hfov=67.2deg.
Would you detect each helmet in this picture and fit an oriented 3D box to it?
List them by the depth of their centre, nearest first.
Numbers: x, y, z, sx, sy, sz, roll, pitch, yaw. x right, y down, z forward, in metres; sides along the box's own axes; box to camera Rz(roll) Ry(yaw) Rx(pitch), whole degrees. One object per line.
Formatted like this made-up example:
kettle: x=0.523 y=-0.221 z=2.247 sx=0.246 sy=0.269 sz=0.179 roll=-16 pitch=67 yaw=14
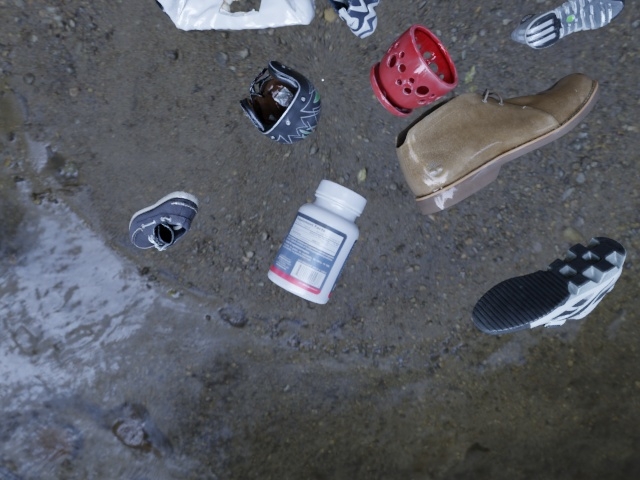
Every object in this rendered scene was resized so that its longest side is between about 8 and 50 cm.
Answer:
helmet: x=-0.076 y=-0.292 z=1.056 sx=0.161 sy=0.169 sz=0.169 roll=45 pitch=104 yaw=4

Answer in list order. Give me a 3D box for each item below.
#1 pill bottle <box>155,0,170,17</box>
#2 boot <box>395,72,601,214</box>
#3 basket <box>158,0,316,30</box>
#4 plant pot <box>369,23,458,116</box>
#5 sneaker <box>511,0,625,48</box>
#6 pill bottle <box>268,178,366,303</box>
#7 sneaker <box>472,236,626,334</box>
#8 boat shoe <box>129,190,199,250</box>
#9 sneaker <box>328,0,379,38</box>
pill bottle: x=-0.364 y=-0.732 z=1.361 sx=0.219 sy=0.123 sz=0.123 roll=-39 pitch=104 yaw=21
boot: x=0.233 y=-0.159 z=0.625 sx=0.305 sy=0.112 sz=0.115 roll=-32 pitch=97 yaw=-13
basket: x=-0.179 y=-0.609 z=0.886 sx=0.328 sy=0.331 sz=0.266 roll=7 pitch=71 yaw=21
plant pot: x=0.236 y=-0.438 z=1.271 sx=0.174 sy=0.191 sz=0.191 roll=-28 pitch=109 yaw=40
sneaker: x=0.522 y=-0.490 z=1.050 sx=0.229 sy=0.132 sz=0.086 roll=-22 pitch=115 yaw=-3
pill bottle: x=0.000 y=0.000 z=0.775 sx=0.108 sy=0.108 sz=0.180 roll=26 pitch=90 yaw=-8
sneaker: x=0.478 y=0.131 z=0.999 sx=0.331 sy=0.122 sz=0.146 roll=-25 pitch=129 yaw=-1
boat shoe: x=-0.285 y=-0.018 z=0.848 sx=0.075 sy=0.065 sz=0.206 roll=24 pitch=144 yaw=-37
sneaker: x=0.095 y=-0.734 z=1.423 sx=0.153 sy=0.094 sz=0.235 roll=19 pitch=74 yaw=-42
